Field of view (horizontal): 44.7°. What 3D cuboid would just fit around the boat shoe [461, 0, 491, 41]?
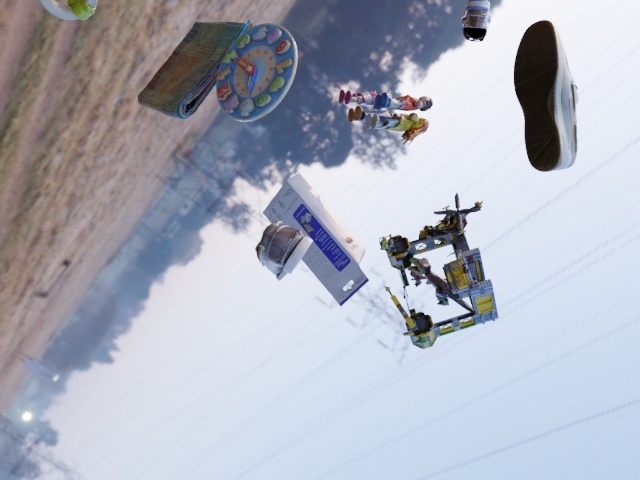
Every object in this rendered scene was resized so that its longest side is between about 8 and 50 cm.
[{"bbox_3d":[0.336,-0.470,1.698,0.183,0.066,0.066,-2,100,-76],"label":"boat shoe"}]

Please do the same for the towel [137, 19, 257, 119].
[{"bbox_3d":[-0.306,-0.413,1.841,0.271,0.040,0.370,-53,-148,-6],"label":"towel"}]

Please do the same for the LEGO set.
[{"bbox_3d":[0.258,0.058,1.731,0.254,0.192,0.331,-11,-125,11],"label":"LEGO set"}]

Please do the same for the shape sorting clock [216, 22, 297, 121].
[{"bbox_3d":[-0.131,-0.335,1.543,0.206,0.040,0.206,-11,-108,38],"label":"shape sorting clock"}]

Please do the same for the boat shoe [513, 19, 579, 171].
[{"bbox_3d":[0.470,-0.292,1.584,0.098,0.302,0.109,-9,-176,-39],"label":"boat shoe"}]

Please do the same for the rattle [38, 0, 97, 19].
[{"bbox_3d":[-0.558,-0.557,1.621,0.130,0.199,0.143,135,-35,-57],"label":"rattle"}]

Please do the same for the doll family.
[{"bbox_3d":[0.161,-0.291,1.838,0.263,0.163,0.118,26,-66,58],"label":"doll family"}]

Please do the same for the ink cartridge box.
[{"bbox_3d":[0.000,0.000,2.020,0.065,0.333,0.165,-33,172,-40],"label":"ink cartridge box"}]

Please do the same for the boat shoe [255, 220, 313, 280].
[{"bbox_3d":[-0.089,0.019,1.712,0.117,0.096,0.324,-57,-177,-6],"label":"boat shoe"}]
